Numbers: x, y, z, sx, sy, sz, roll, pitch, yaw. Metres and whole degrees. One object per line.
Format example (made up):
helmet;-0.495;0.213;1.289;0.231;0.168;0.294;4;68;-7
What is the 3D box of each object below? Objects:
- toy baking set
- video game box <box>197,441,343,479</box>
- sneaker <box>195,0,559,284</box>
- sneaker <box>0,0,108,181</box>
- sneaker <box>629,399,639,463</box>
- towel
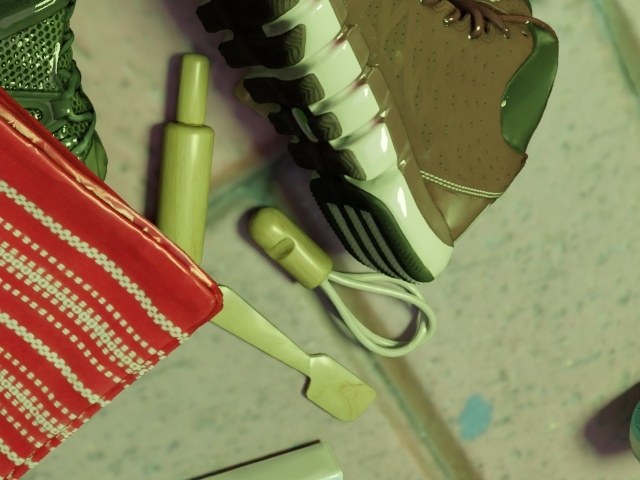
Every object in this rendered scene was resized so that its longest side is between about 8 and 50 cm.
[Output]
toy baking set;-0.006;-0.002;0.479;0.196;0.030;0.256;8;104;-16
video game box;-0.070;0.252;0.529;0.205;0.048;0.187;-14;112;-9
sneaker;0.035;-0.127;0.414;0.162;0.106;0.281;-39;120;-18
sneaker;-0.140;-0.097;0.391;0.130;0.087;0.228;31;100;-22
sneaker;0.389;0.170;0.578;0.318;0.127;0.208;-17;108;-8
towel;-0.206;0.048;0.384;0.275;0.031;0.199;-40;110;14
